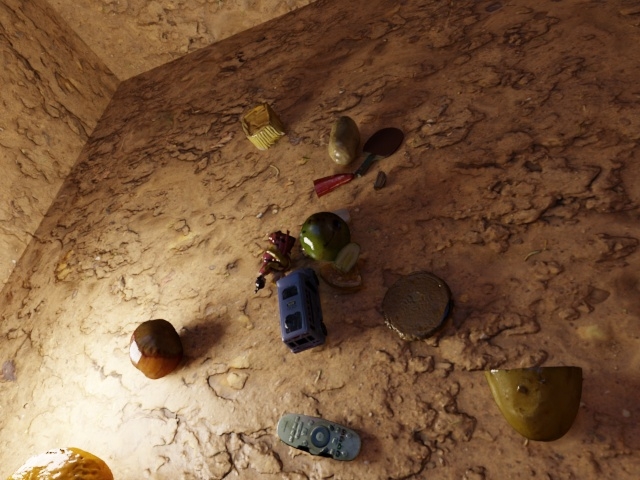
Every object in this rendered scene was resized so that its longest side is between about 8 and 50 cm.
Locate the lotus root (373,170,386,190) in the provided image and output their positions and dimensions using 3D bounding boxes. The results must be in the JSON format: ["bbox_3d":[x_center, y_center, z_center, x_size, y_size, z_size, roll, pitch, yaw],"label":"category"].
[{"bbox_3d":[0.226,-0.223,1.663,0.037,0.030,0.083,20,68,5],"label":"lotus root"}]

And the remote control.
[{"bbox_3d":[-0.007,0.542,1.213,0.256,0.045,0.097,5,61,29],"label":"remote control"}]

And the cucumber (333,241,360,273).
[{"bbox_3d":[0.093,0.056,1.463,0.067,0.035,0.107,34,69,10],"label":"cucumber"}]

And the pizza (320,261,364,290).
[{"bbox_3d":[0.086,0.111,1.480,0.175,0.046,0.134,27,68,36],"label":"pizza"}]

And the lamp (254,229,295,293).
[{"bbox_3d":[-0.163,0.087,1.599,0.118,0.118,0.253,-8,52,25],"label":"lamp"}]

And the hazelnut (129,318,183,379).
[{"bbox_3d":[-0.600,0.388,1.572,0.210,0.186,0.210,-4,61,7],"label":"hazelnut"}]

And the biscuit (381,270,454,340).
[{"bbox_3d":[0.287,0.193,1.307,0.226,0.042,0.226,-16,51,21],"label":"biscuit"}]

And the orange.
[{"bbox_3d":[-0.776,0.801,1.291,0.341,0.293,0.340,-11,38,8],"label":"orange"}]

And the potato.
[{"bbox_3d":[0.490,0.367,0.989,0.203,0.178,0.158,-6,68,4],"label":"potato"}]

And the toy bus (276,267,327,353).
[{"bbox_3d":[-0.071,0.207,1.438,0.125,0.133,0.292,-22,49,14],"label":"toy bus"}]

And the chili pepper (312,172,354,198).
[{"bbox_3d":[0.057,-0.231,1.747,0.169,0.065,0.088,-20,50,11],"label":"chili pepper"}]

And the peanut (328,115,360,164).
[{"bbox_3d":[0.098,-0.406,1.812,0.129,0.129,0.224,-1,66,29],"label":"peanut"}]

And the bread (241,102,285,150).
[{"bbox_3d":[-0.274,-0.547,2.119,0.179,0.133,0.250,-33,46,5],"label":"bread"}]

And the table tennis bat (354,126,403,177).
[{"bbox_3d":[0.227,-0.359,1.772,0.154,0.021,0.274,24,69,40],"label":"table tennis bat"}]

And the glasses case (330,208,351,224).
[{"bbox_3d":[0.022,-0.058,1.641,0.193,0.049,0.074,-25,48,13],"label":"glasses case"}]

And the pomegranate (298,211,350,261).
[{"bbox_3d":[0.015,0.001,1.541,0.179,0.210,0.179,3,57,-5],"label":"pomegranate"}]
